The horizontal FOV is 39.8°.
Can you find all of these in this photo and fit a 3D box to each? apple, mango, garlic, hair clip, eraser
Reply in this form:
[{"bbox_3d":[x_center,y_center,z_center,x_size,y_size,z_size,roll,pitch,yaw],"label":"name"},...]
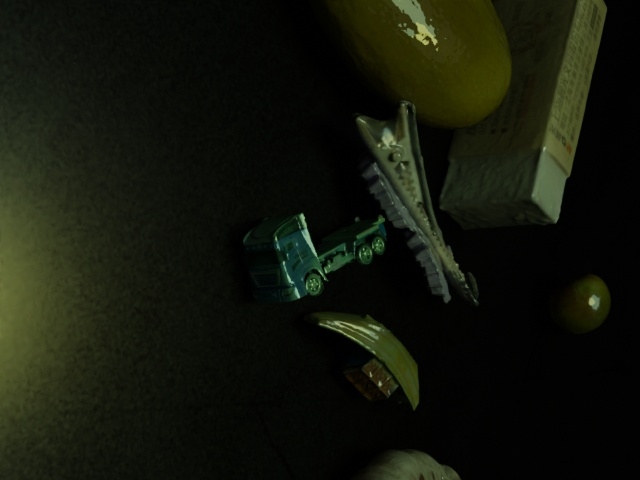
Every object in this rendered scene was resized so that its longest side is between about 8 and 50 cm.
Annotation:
[{"bbox_3d":[0.368,0.088,1.253,0.074,0.089,0.089,48,51,-3],"label":"apple"},{"bbox_3d":[0.089,-0.246,0.968,0.332,0.142,0.195,33,59,-31],"label":"mango"},{"bbox_3d":[0.083,0.297,0.933,0.147,0.102,0.159,45,43,-18],"label":"garlic"},{"bbox_3d":[0.111,-0.032,0.991,0.106,0.085,0.292,-93,158,-59],"label":"hair clip"},{"bbox_3d":[0.261,-0.178,1.130,0.078,0.144,0.343,38,61,-39],"label":"eraser"}]

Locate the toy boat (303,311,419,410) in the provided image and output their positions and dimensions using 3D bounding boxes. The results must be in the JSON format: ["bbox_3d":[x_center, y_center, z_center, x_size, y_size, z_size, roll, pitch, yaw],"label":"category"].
[{"bbox_3d":[0.050,0.124,0.942,0.066,0.065,0.172,-51,121,-13],"label":"toy boat"}]

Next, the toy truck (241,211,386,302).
[{"bbox_3d":[0.000,0.000,0.895,0.175,0.067,0.081,-28,105,-44],"label":"toy truck"}]
